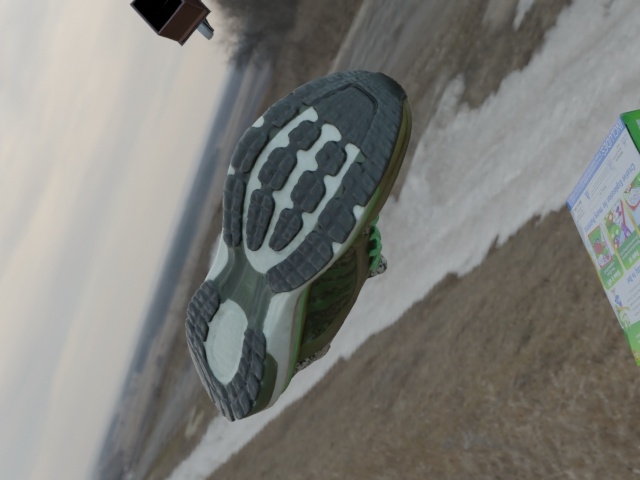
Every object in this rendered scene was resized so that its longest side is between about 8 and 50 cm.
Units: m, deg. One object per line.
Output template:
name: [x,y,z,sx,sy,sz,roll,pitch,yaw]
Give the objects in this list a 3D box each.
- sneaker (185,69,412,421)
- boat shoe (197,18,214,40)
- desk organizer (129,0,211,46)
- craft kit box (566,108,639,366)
sneaker: [0.000,0.000,0.920,0.158,0.182,0.410,49,132,25]
boat shoe: [-0.210,-0.377,1.441,0.040,0.142,0.049,-40,12,4]
desk organizer: [-0.173,-0.254,0.902,0.047,0.130,0.050,-46,-12,15]
craft kit box: [0.394,0.004,1.112,0.250,0.061,0.246,90,165,-70]
